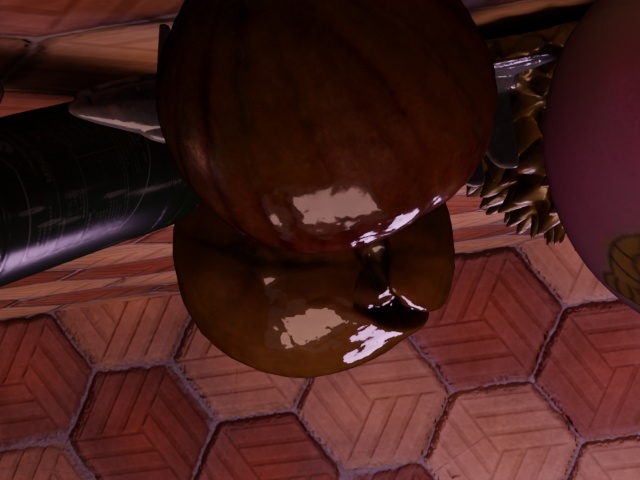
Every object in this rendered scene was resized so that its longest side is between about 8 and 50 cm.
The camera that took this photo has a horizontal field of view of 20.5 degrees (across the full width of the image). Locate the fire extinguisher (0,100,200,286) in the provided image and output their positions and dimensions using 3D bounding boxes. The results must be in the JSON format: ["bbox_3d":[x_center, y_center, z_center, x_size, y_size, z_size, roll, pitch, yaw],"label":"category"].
[{"bbox_3d":[-0.185,-0.028,1.028,0.095,0.114,0.311,-53,168,26],"label":"fire extinguisher"}]

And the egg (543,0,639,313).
[{"bbox_3d":[0.210,-0.054,0.936,0.196,0.196,0.271,-10,147,25],"label":"egg"}]

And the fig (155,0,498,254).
[{"bbox_3d":[-0.015,-0.080,0.828,0.202,0.148,0.149,37,116,-24],"label":"fig"}]

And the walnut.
[{"bbox_3d":[0.000,0.000,1.325,0.209,0.209,0.336,-8,176,8],"label":"walnut"}]

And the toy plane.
[{"bbox_3d":[-0.012,-0.089,1.004,0.267,0.088,0.212,5,164,-22],"label":"toy plane"}]

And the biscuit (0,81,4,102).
[{"bbox_3d":[-0.251,-0.090,0.831,0.154,0.045,0.299,-8,174,14],"label":"biscuit"}]

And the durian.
[{"bbox_3d":[0.141,-0.083,1.161,0.187,0.153,0.260,19,160,-12],"label":"durian"}]
